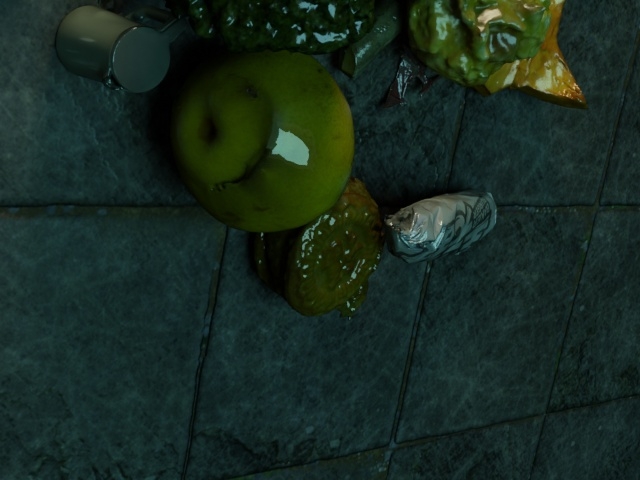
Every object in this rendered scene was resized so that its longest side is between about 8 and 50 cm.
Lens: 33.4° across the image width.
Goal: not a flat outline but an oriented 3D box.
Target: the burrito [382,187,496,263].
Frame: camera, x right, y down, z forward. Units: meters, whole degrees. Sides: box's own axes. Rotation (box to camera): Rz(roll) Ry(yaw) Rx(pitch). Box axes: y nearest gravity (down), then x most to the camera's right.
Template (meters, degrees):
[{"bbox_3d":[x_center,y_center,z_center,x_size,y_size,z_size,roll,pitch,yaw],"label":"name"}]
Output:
[{"bbox_3d":[0.201,-0.022,1.871,0.139,0.101,0.445,-46,166,23],"label":"burrito"}]

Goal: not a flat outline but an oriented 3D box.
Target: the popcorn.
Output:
[{"bbox_3d":[0.257,-0.380,1.747,0.249,0.225,0.249,1,79,-6],"label":"popcorn"}]

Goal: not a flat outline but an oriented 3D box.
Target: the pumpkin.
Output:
[{"bbox_3d":[0.371,-0.370,1.955,0.258,0.095,0.290,-12,107,-25],"label":"pumpkin"}]

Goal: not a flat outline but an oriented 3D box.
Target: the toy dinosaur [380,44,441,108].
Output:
[{"bbox_3d":[0.172,-0.300,1.865,0.220,0.032,0.108,-45,128,-21],"label":"toy dinosaur"}]

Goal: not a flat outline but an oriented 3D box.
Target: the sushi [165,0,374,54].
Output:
[{"bbox_3d":[-0.074,-0.381,1.401,0.294,0.352,0.178,-1,119,-8],"label":"sushi"}]

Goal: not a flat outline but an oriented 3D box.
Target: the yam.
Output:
[{"bbox_3d":[0.076,-0.333,1.745,0.146,0.069,0.070,-45,131,-17],"label":"yam"}]

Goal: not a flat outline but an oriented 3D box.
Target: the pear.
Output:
[{"bbox_3d":[-0.064,-0.158,1.561,0.336,0.285,0.285,-32,127,-46],"label":"pear"}]

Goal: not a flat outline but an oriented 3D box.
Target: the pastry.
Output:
[{"bbox_3d":[0.000,0.000,1.783,0.235,0.132,0.240,13,104,-53],"label":"pastry"}]

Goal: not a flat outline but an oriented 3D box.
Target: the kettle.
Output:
[{"bbox_3d":[-0.264,-0.257,1.422,0.126,0.148,0.098,-17,117,-36],"label":"kettle"}]
